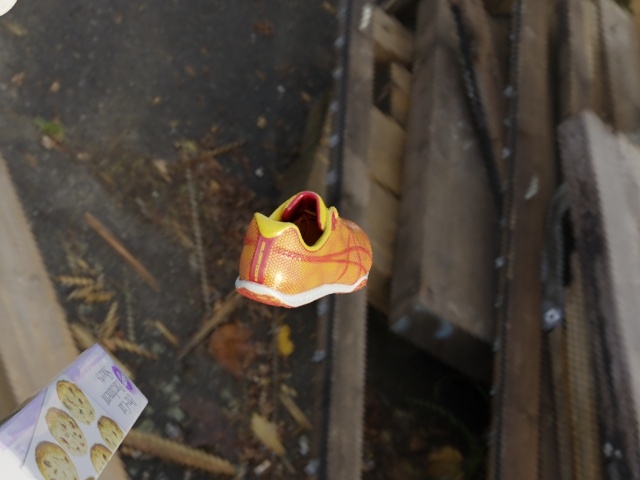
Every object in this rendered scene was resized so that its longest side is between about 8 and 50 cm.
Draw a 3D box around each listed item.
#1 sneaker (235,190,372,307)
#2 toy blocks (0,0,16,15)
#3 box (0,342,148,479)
[{"bbox_3d":[0.000,0.000,0.858,0.064,0.067,0.175,18,12,14],"label":"sneaker"},{"bbox_3d":[-0.258,-0.225,0.934,0.148,0.054,0.123,-132,-155,-69],"label":"toy blocks"},{"bbox_3d":[-0.175,0.131,0.831,0.067,0.063,0.324,51,2,-3],"label":"box"}]
